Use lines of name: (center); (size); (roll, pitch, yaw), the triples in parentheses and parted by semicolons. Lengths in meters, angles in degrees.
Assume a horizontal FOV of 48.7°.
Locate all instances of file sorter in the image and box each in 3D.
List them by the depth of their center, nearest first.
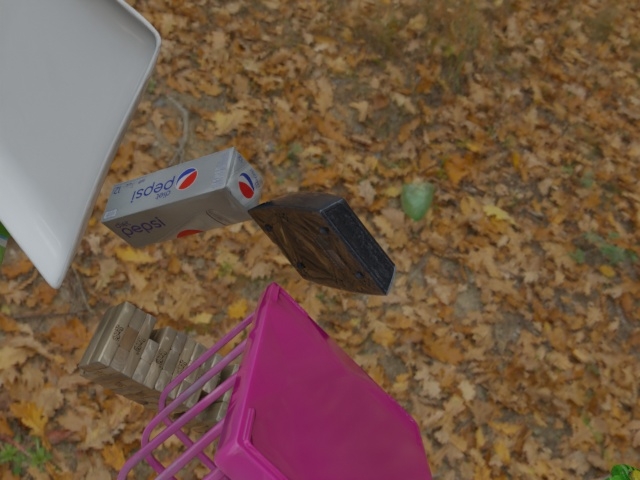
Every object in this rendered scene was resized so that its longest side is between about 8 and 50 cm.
file sorter: (-0.039, 0.200, 0.545); (0.202, 0.182, 0.290); (46, 10, -10)

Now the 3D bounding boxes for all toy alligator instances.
toy alligator: (0.547, 0.413, 1.187); (0.190, 0.056, 0.051); (23, 38, -17)

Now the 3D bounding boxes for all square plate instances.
square plate: (-0.332, -0.179, 0.834); (0.347, 0.344, 0.049); (45, 30, 23)

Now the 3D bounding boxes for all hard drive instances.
hard drive: (0.000, 0.000, 1.039); (0.054, 0.255, 0.172); (-46, 111, -18)

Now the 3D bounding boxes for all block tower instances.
block tower: (-0.172, 0.208, 0.995); (0.335, 0.091, 0.097); (38, 53, -29)

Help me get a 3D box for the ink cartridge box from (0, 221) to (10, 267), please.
ink cartridge box: (-0.637, -0.007, 1.243); (0.189, 0.255, 0.096); (38, 41, -45)

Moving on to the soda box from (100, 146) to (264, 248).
soda box: (-0.246, -0.070, 1.255); (0.287, 0.098, 0.091); (-12, 52, 28)
